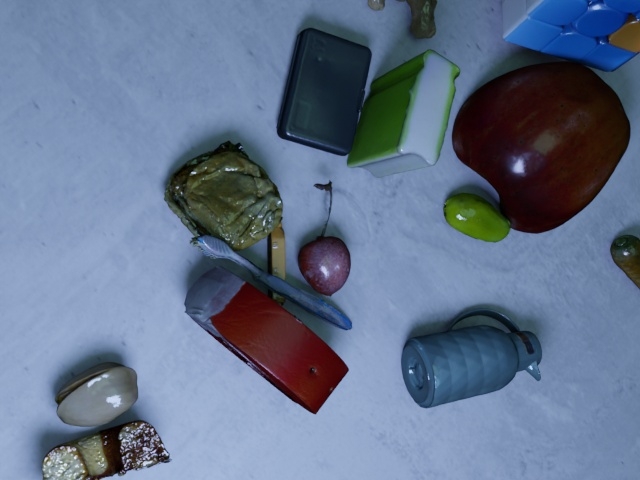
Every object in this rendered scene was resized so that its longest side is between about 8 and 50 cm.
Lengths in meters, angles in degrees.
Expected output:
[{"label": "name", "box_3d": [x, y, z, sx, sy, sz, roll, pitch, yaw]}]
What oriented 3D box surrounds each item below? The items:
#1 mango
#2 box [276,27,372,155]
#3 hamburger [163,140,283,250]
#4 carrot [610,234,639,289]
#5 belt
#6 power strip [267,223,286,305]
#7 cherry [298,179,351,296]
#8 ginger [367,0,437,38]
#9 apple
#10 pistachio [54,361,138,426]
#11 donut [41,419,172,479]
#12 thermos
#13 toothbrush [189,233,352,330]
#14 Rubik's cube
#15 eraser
[{"label": "mango", "box_3d": [0.337, -0.047, 1.700, 0.165, 0.074, 0.091, 18, 81, -17]}, {"label": "box", "box_3d": [0.008, -0.297, 1.606, 0.160, 0.050, 0.230, 14, 83, -18]}, {"label": "hamburger", "box_3d": [-0.179, -0.070, 1.509, 0.183, 0.130, 0.206, -37, 81, -18]}, {"label": "carrot", "box_3d": [0.769, 0.109, 1.853, 0.078, 0.078, 0.298, -44, 105, -15]}, {"label": "belt", "box_3d": [-0.100, 0.178, 1.460, 0.324, 0.227, 0.115, 41, 75, -11]}, {"label": "power strip", "box_3d": [-0.086, 0.038, 1.563, 0.028, 0.049, 0.178, 0, 88, -15]}, {"label": "cherry", "box_3d": [0.000, 0.000, 1.572, 0.106, 0.090, 0.226, -12, 92, -17]}, {"label": "ginger", "box_3d": [0.150, -0.527, 1.662, 0.149, 0.065, 0.259, -26, 103, -6]}, {"label": "apple", "box_3d": [0.486, -0.212, 1.737, 0.364, 0.295, 0.329, -34, 137, -16]}, {"label": "pistachio", "box_3d": [-0.394, 0.273, 1.417, 0.149, 0.113, 0.113, -22, 95, -20]}, {"label": "donut", "box_3d": [-0.384, 0.377, 1.406, 0.217, 0.141, 0.085, -14, 83, -19]}, {"label": "thermos", "box_3d": [0.313, 0.235, 1.657, 0.286, 0.145, 0.182, -9, 58, -21]}, {"label": "toothbrush", "box_3d": [-0.076, 0.086, 1.511, 0.413, 0.042, 0.035, 33, 60, -35]}, {"label": "Rubik's cube", "box_3d": [0.571, -0.564, 1.653, 0.291, 0.290, 0.291, 11, 69, -18]}, {"label": "eraser", "box_3d": [0.154, -0.236, 1.537, 0.092, 0.274, 0.210, 18, 82, -16]}]
